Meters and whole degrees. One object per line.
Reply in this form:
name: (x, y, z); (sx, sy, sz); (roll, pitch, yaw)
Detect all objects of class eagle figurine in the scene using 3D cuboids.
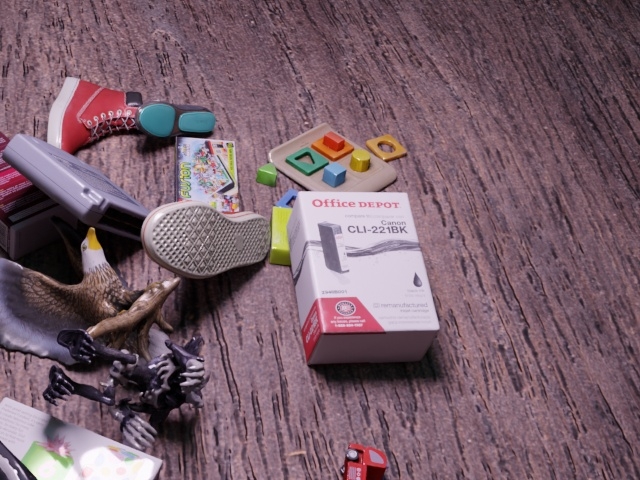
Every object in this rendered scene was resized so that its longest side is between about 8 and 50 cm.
eagle figurine: (-0.356, 0.081, 1.637); (0.298, 0.225, 0.226); (8, -12, 38)

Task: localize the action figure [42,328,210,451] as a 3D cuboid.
action figure: (-0.239, 0.205, 1.474); (0.276, 0.164, 0.141); (20, 16, -45)

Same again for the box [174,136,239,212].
box: (-0.209, -0.107, 1.952); (0.114, 0.036, 0.207); (3, 43, -11)

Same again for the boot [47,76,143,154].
boot: (-0.404, -0.212, 1.978); (0.176, 0.088, 0.244); (11, 39, -6)

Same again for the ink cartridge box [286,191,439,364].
ink cartridge box: (0.063, 0.057, 1.759); (0.197, 0.114, 0.272); (0, 56, -16)

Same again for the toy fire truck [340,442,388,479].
toy fire truck: (0.092, 0.380, 1.508); (0.135, 0.047, 0.192); (12, 42, -3)

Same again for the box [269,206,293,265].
box: (0.000, 0.000, 1.891); (0.178, 0.042, 0.109); (6, 44, -8)

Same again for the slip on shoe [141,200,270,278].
slip on shoe: (-0.195, -0.005, 1.721); (0.101, 0.123, 0.331); (7, 4, 24)

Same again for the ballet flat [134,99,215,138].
ballet flat: (-0.287, -0.228, 2.008); (0.074, 0.074, 0.203); (43, 27, 28)

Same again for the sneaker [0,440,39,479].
sneaker: (-0.426, 0.289, 1.323); (0.235, 0.084, 0.097); (37, 71, 27)

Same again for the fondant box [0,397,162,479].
fondant box: (-0.377, 0.380, 1.346); (0.238, 0.096, 0.330); (20, 43, 7)

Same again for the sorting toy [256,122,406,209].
sorting toy: (0.027, -0.153, 2.057); (0.196, 0.047, 0.348); (38, 47, 23)

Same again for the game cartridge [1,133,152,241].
game cartridge: (-0.384, -0.084, 1.726); (0.198, 0.062, 0.297); (33, 0, 14)

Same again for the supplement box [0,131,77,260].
supplement box: (-0.534, -0.083, 1.811); (0.239, 0.073, 0.130); (40, 47, 24)
